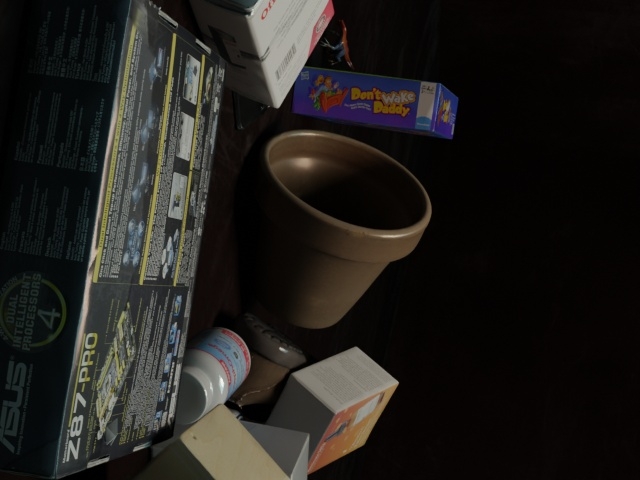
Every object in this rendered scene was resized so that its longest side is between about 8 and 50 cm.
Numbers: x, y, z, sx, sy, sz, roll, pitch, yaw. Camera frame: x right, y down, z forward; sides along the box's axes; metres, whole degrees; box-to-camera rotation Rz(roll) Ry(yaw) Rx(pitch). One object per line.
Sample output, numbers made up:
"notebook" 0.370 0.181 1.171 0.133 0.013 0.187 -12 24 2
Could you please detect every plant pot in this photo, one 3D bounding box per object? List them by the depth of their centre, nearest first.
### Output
"plant pot" 0.000 0.000 1.831 0.263 0.263 0.229 -64 178 -60

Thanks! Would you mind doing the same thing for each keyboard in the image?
"keyboard" -0.095 -0.244 1.638 0.100 0.038 0.192 -43 148 -36

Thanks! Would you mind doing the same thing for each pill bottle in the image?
"pill bottle" -0.145 0.165 1.504 0.160 0.087 0.087 -45 142 -74

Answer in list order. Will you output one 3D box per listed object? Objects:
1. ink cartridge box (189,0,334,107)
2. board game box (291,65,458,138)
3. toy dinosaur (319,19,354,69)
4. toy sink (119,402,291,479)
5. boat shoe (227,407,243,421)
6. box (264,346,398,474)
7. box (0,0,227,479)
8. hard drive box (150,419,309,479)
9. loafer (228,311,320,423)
"ink cartridge box" -0.066 -0.282 1.468 0.159 0.092 0.218 -61 165 -17
"board game box" 0.102 -0.231 2.125 0.347 0.233 0.078 -15 113 -79
"toy dinosaur" 0.036 -0.344 2.154 0.082 0.090 0.047 -46 -141 49
"toy sink" -0.166 0.295 1.274 0.234 0.131 0.153 -43 176 13
"boat shoe" -0.128 0.387 1.731 0.108 0.102 0.301 62 38 -73
"box" 0.012 0.247 1.805 0.170 0.091 0.130 -17 140 -53
"box" -0.186 -0.003 1.123 0.318 0.097 0.395 11 87 -82
"hard drive box" -0.114 0.341 1.560 0.089 0.181 0.232 -61 156 -60
"loafer" -0.082 0.200 1.853 0.130 0.134 0.366 -52 158 -3
